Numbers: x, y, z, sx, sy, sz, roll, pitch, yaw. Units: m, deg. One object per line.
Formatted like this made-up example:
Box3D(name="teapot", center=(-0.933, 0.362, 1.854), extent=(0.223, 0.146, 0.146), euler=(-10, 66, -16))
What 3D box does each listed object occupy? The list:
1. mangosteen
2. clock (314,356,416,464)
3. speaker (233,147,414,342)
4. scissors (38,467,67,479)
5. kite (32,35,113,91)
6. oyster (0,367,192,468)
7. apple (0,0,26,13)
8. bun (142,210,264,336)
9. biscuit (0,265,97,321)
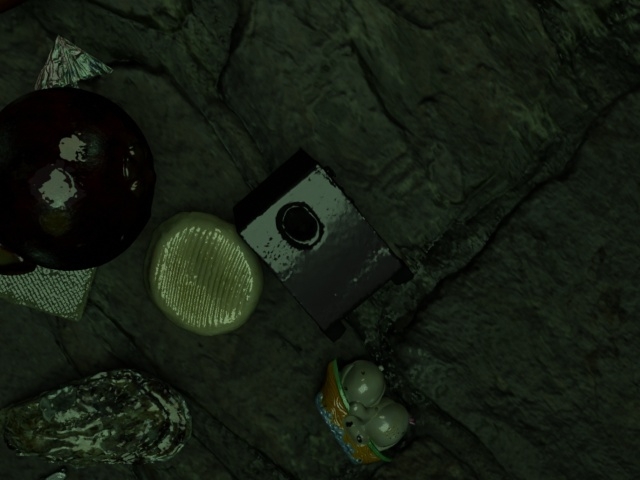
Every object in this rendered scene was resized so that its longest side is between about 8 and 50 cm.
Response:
Box3D(name="mangosteen", center=(-0.406, -0.091, 1.445), extent=(0.311, 0.311, 0.311), euler=(-2, 102, -8))
Box3D(name="clock", center=(0.079, 0.309, 1.688), extent=(0.144, 0.103, 0.231), euler=(-33, 107, -3))
Box3D(name="speaker", center=(0.000, 0.000, 1.545), extent=(0.184, 0.232, 0.254), euler=(-40, 104, 2))
Box3D(name="scissors", center=(-0.540, 0.480, 1.666), extent=(0.204, 0.027, 0.101), euler=(-36, 106, 2))
Box3D(name="kite", center=(-0.413, -0.267, 1.541), extent=(0.139, 0.011, 0.156), euler=(-18, 102, -1))
Box3D(name="oyster", center=(-0.401, 0.312, 1.607), extent=(0.351, 0.158, 0.162), euler=(-2, 60, -1))
Box3D(name="apple", center=(-0.548, -0.464, 1.350), extent=(0.302, 0.301, 0.301), euler=(-2, 102, -8))
Box3D(name="bun", center=(-0.198, 0.053, 1.585), extent=(0.222, 0.127, 0.222), euler=(0, 98, 3))
Box3D(name="biscuit", center=(-0.491, 0.057, 1.580), extent=(0.199, 0.040, 0.121), euler=(18, 96, -11))
